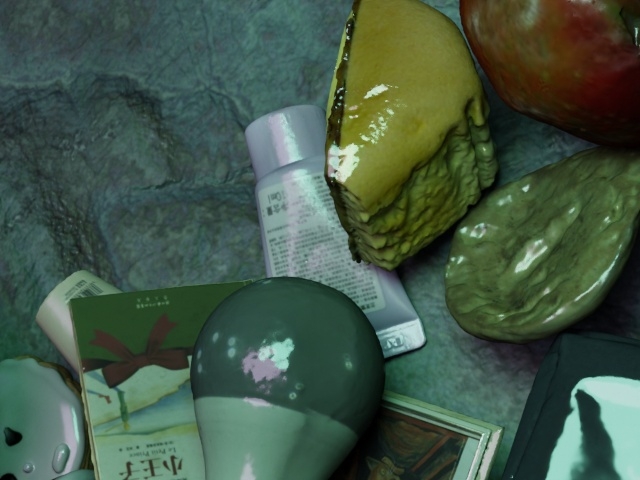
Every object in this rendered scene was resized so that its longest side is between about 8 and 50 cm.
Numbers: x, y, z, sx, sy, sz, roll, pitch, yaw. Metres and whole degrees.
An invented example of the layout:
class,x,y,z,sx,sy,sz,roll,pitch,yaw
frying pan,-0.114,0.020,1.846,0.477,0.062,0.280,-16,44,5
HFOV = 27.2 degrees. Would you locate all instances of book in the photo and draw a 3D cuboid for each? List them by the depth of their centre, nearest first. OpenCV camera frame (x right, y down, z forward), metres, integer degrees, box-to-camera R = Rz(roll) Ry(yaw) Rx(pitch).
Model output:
class,x,y,z,sx,sy,sz,roll,pitch,yaw
book,-0.132,0.169,1.301,0.201,0.026,0.289,-5,57,-20

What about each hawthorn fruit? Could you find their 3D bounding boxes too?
class,x,y,z,sx,sy,sz,roll,pitch,yaw
hawthorn fruit,0.280,-0.219,1.175,0.316,0.316,0.315,-7,73,24

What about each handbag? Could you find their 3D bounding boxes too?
class,x,y,z,sx,sy,sz,roll,pitch,yaw
handbag,0.307,0.234,1.092,0.302,0.178,0.275,12,66,27

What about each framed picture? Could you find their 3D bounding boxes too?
class,x,y,z,sx,sy,sz,roll,pitch,yaw
framed picture,0.040,0.244,1.243,0.273,0.016,0.216,10,77,52

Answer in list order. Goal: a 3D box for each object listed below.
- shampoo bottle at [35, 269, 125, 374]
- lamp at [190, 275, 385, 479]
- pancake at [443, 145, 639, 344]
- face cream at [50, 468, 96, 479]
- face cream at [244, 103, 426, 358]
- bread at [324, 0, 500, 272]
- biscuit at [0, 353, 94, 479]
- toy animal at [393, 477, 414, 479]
class,x,y,z,sx,sy,sz,roll,pitch,yaw
shampoo bottle,-0.175,0.137,1.377,0.257,0.127,0.078,38,136,11
lamp,-0.058,0.175,1.199,0.182,0.182,0.313,11,56,28
pancake,0.214,0.001,1.217,0.242,0.050,0.242,-34,29,22
face cream,-0.274,0.352,1.324,0.187,0.201,0.201,-26,66,18
face cream,0.000,0.000,1.359,0.154,0.096,0.273,-17,77,6
bread,0.083,-0.120,1.264,0.163,0.204,0.262,-3,60,15
biscuit,-0.336,0.235,1.475,0.181,0.049,0.208,22,85,30
toy animal,0.077,0.335,1.232,0.157,0.097,0.312,34,95,41
